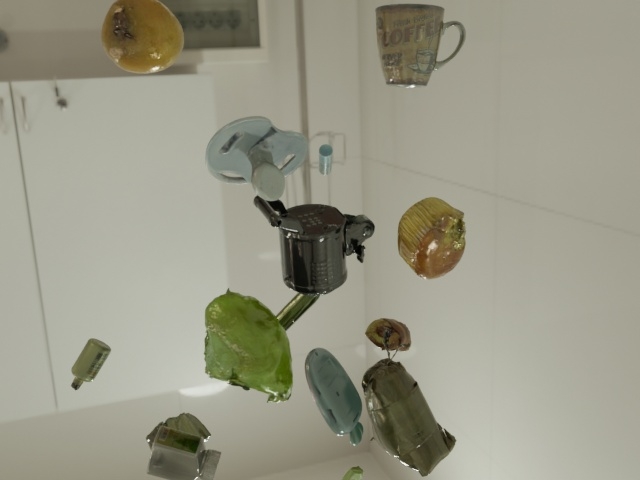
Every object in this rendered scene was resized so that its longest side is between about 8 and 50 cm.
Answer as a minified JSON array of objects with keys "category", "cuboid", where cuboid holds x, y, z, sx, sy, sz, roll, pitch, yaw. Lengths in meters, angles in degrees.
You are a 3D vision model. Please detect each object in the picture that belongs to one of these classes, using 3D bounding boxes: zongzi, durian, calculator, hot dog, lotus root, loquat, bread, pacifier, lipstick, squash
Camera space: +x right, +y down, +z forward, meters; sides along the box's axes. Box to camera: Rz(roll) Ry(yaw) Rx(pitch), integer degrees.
[{"category":"zongzi","cuboid":[0.190,0.495,2.197,0.181,0.447,0.418,-30,-172,-24]},{"category":"durian","cuboid":[-0.208,0.306,1.984,0.256,0.339,0.204,-1,-177,-3]},{"category":"calculator","cuboid":[0.047,0.440,1.966,0.041,0.298,0.185,-27,-174,29]},{"category":"hot dog","cuboid":[0.247,0.315,2.350,0.123,0.093,0.261,45,-167,26]},{"category":"lotus root","cuboid":[-0.473,0.653,2.260,0.119,0.138,0.235,47,-168,16]},{"category":"loquat","cuboid":[-0.614,-0.705,2.370,0.275,0.274,0.275,-2,-166,1]},{"category":"bread","cuboid":[0.326,0.001,2.000,0.179,0.250,0.133,-21,-131,-15]},{"category":"pacifier","cuboid":[-0.146,-0.175,1.683,0.279,0.227,0.207,16,-142,-47]},{"category":"lipstick","cuboid":[0.017,-0.277,2.396,0.048,0.048,0.158,-3,162,-1]},{"category":"squash","cuboid":[-0.085,0.222,2.196,0.229,0.066,0.066,-44,-160,-1]}]

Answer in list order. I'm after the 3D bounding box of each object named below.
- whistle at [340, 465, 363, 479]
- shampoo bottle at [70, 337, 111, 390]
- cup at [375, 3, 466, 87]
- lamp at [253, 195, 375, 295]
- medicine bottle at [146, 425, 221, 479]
[{"category":"whistle","cuboid":[0.051,0.778,2.023,0.141,0.294,0.141,15,-136,-16]},{"category":"shampoo bottle","cuboid":[-0.725,0.390,2.164,0.079,0.162,0.079,30,177,2]},{"category":"cup","cuboid":[0.329,-0.636,2.293,0.301,0.256,0.227,-1,-167,-5]},{"category":"lamp","cuboid":[-0.031,0.032,2.082,0.374,0.272,0.205,5,-157,-28]},{"category":"medicine bottle","cuboid":[-0.383,0.617,1.963,0.189,0.132,0.088,17,-153,-3]}]
